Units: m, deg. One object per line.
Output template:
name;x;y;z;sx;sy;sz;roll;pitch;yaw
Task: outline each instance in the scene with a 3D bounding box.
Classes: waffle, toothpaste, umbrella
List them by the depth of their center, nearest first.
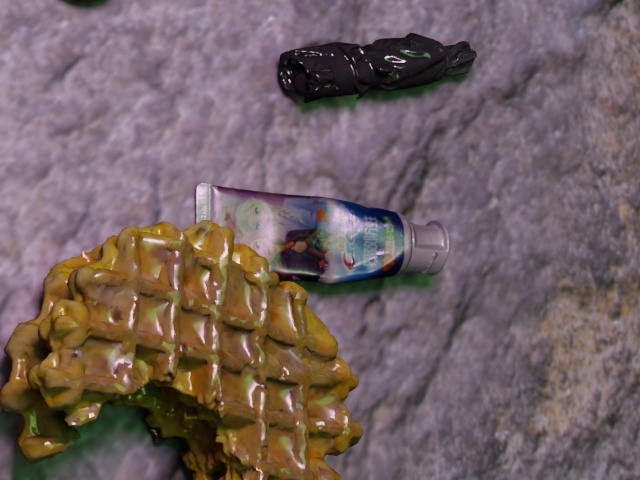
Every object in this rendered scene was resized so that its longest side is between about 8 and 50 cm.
waffle;-0.121;0.129;1.647;0.324;0.151;0.261;39;60;-27
toothpaste;0.000;0.000;1.807;0.266;0.061;0.096;4;83;-27
umbrella;0.064;-0.180;1.866;0.235;0.059;0.066;-13;48;-37
